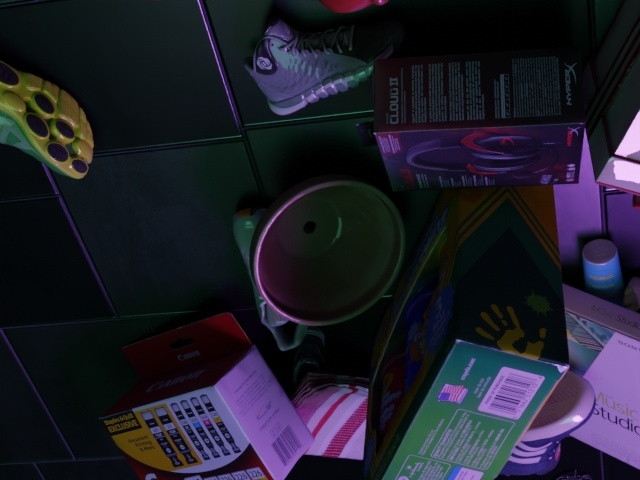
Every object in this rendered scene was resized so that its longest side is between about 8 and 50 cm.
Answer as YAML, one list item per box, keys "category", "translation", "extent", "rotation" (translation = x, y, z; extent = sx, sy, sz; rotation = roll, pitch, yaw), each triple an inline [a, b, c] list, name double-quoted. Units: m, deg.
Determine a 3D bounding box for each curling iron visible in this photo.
- category: "curling iron"
  translation: [0.578, 0.476, 2.149]
  extent: [0.273, 0.035, 0.068]
  rotation: [6, 133, 2]

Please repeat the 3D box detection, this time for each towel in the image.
- category: "towel"
  translation: [0.076, 0.324, 2.014]
  extent: [0.328, 0.037, 0.237]
  rotation: [9, 137, -25]

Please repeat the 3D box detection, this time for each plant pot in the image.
- category: "plant pot"
  translation: [0.000, 0.000, 1.710]
  extent: [0.237, 0.110, 0.238]
  rotation: [-8, 117, -16]

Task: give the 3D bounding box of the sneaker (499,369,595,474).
- category: "sneaker"
  translation: [0.368, 0.317, 1.899]
  extent: [0.148, 0.131, 0.350]
  rotation: [33, 151, -12]

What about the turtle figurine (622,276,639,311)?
- category: "turtle figurine"
  translation: [0.591, 0.158, 1.719]
  extent: [0.266, 0.275, 0.197]
  rotation: [6, 171, 33]

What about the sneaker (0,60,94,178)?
- category: "sneaker"
  translation: [-0.457, -0.190, 1.646]
  extent: [0.295, 0.109, 0.123]
  rotation: [35, 149, -24]

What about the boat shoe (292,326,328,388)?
- category: "boat shoe"
  translation: [-0.022, 0.240, 1.979]
  extent: [0.065, 0.083, 0.183]
  rotation: [2, 133, 6]

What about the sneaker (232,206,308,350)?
- category: "sneaker"
  translation: [-0.069, 0.065, 1.799]
  extent: [0.099, 0.121, 0.262]
  rotation: [-12, 130, 17]

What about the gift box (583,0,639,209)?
- category: "gift box"
  translation: [0.488, -0.167, 1.421]
  extent: [0.276, 0.255, 0.258]
  rotation: [19, 130, -5]

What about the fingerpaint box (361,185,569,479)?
- category: "fingerpaint box"
  translation: [0.195, 0.166, 1.686]
  extent: [0.163, 0.371, 0.445]
  rotation: [15, 133, -6]

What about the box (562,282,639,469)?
- category: "box"
  translation: [0.443, 0.217, 1.835]
  extent: [0.232, 0.058, 0.322]
  rotation: [23, 142, 36]

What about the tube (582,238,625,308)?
- category: "tube"
  translation: [0.450, 0.083, 1.801]
  extent: [0.080, 0.052, 0.207]
  rotation: [1, 139, 22]

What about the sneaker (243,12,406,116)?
- category: "sneaker"
  translation: [-0.009, -0.260, 1.518]
  extent: [0.228, 0.086, 0.132]
  rotation: [-25, 122, 29]

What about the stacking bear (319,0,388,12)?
- category: "stacking bear"
  translation: [-0.050, -0.360, 1.391]
  extent: [0.288, 0.175, 0.164]
  rotation: [13, 141, -17]

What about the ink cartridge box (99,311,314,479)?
- category: "ink cartridge box"
  translation: [-0.214, 0.292, 1.933]
  extent: [0.309, 0.130, 0.272]
  rotation: [-21, 105, 40]

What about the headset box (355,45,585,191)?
- category: "headset box"
  translation: [0.196, -0.153, 1.512]
  extent: [0.293, 0.110, 0.218]
  rotation: [-2, 162, 9]
